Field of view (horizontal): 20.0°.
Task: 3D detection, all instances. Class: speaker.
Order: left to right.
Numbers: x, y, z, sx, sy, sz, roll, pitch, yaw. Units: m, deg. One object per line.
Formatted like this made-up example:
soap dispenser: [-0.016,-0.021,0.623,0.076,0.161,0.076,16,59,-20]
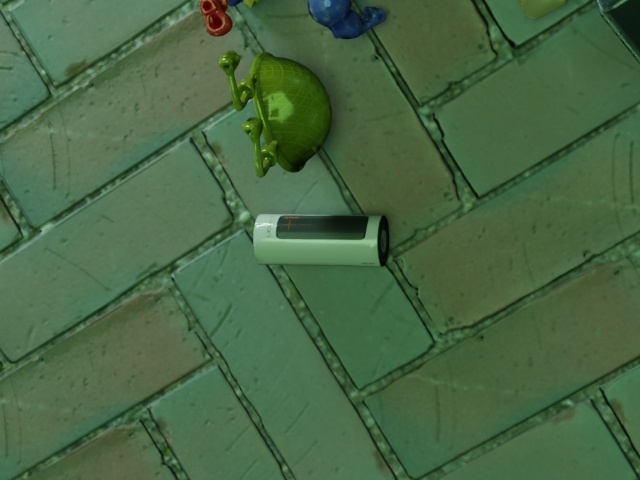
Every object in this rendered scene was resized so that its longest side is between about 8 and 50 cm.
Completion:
speaker: [0.000,0.000,1.890,0.136,0.055,0.055,1,100,15]

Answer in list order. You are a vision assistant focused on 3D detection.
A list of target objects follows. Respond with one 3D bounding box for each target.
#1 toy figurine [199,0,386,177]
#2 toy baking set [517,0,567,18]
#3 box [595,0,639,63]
toy figurine: [0.001,-0.261,1.783,0.217,0.191,0.362,-17,96,12]
toy baking set: [0.269,-0.344,1.776,0.197,0.030,0.256,4,100,17]
box: [0.435,-0.300,1.563,0.395,0.293,0.212,-34,118,20]
